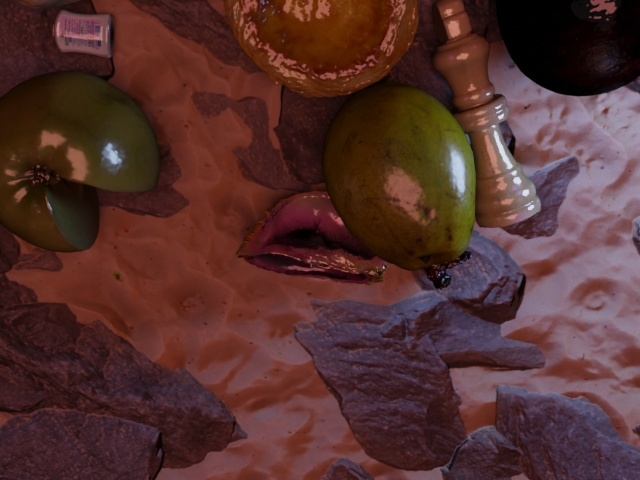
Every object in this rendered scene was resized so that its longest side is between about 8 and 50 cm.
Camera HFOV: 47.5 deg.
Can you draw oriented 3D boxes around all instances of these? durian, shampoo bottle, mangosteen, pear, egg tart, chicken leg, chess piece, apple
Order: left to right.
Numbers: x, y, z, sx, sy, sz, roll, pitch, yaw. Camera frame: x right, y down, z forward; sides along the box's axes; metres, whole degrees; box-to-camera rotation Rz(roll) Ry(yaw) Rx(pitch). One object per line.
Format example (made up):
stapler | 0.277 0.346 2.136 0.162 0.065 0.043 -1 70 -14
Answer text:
apple | -0.409 -0.125 1.175 0.291 0.254 0.292 0 104 0
shampoo bottle | -0.397 -0.345 1.212 0.099 0.043 0.072 5 107 -3
durian | 0.001 -0.006 1.300 0.260 0.154 0.187 23 84 -7
egg tart | 0.004 -0.387 1.170 0.318 0.128 0.319 0 106 1
pear | 0.129 -0.104 1.186 0.252 0.253 0.308 -12 77 2
chicken leg | 0.214 -0.018 1.335 0.105 0.063 0.234 -16 107 -2
chess piece | 0.269 -0.221 1.251 0.117 0.117 0.397 -21 106 4
mangosteen | 0.424 -0.379 1.098 0.329 0.330 0.330 -1 108 -2

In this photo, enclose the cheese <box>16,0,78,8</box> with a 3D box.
cheese | -0.371 -0.457 1.115 0.251 0.174 0.248 23 104 -15
